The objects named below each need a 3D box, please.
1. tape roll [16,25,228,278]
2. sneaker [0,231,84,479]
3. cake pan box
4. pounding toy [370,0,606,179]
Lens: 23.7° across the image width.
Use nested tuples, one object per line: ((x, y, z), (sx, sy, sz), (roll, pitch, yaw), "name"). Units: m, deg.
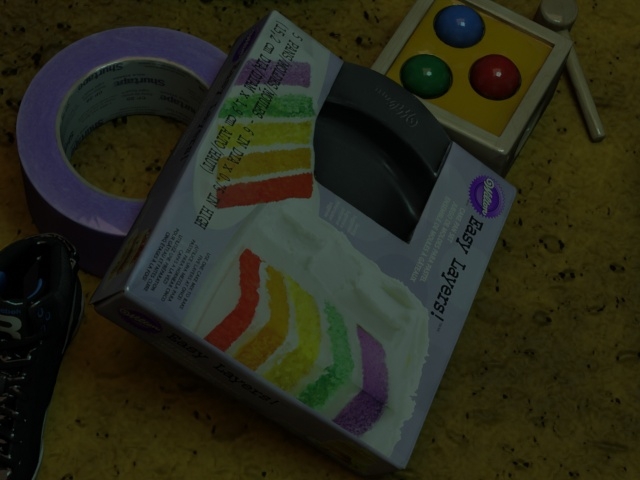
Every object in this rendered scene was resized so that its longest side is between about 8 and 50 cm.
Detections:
((-0.137, -0.067, 1.176), (0.189, 0.080, 0.189), (2, 61, -4), "tape roll")
((-0.226, 0.091, 1.059), (0.079, 0.121, 0.217), (12, 61, 2), "sneaker")
((0.000, 0.000, 1.105), (0.246, 0.070, 0.267), (37, 61, -18), "cake pan box")
((0.157, -0.141, 1.234), (0.181, 0.094, 0.206), (28, 63, 10), "pounding toy")
